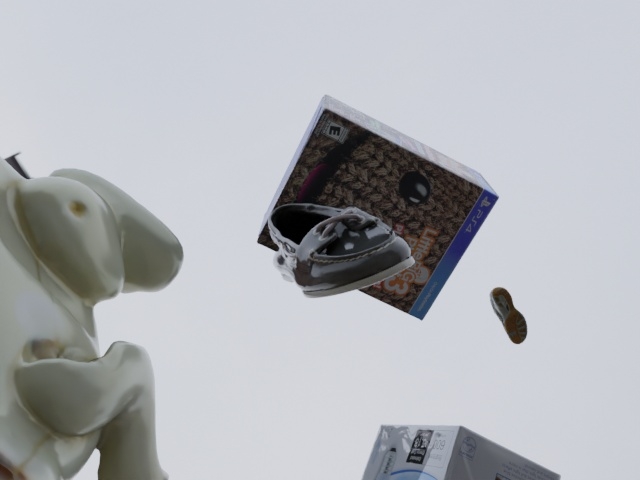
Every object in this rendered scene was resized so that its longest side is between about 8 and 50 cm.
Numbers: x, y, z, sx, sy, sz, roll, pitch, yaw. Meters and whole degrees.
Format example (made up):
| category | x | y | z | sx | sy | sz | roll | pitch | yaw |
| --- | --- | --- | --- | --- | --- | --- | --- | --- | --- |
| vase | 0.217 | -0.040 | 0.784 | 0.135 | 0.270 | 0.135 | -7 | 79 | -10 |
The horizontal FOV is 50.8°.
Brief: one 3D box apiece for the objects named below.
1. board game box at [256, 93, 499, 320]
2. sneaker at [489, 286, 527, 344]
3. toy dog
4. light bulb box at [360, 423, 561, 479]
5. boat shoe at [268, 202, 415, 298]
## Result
| category | x | y | z | sx | sy | sz | roll | pitch | yaw |
| --- | --- | --- | --- | --- | --- | --- | --- | --- | --- |
| board game box | 0.082 | -0.053 | 1.057 | 0.291 | 0.141 | 0.232 | 25 | -71 | -8 |
| sneaker | 0.260 | 0.103 | 0.936 | 0.031 | 0.037 | 0.083 | -20 | -96 | -5 |
| toy dog | -0.268 | 0.105 | 0.479 | 0.284 | 0.408 | 0.395 | -20 | -48 | 3 |
| light bulb box | 0.209 | 0.553 | 1.247 | 0.225 | 0.358 | 0.361 | 28 | -112 | -10 |
| boat shoe | 0.000 | 0.000 | 0.804 | 0.112 | 0.335 | 0.096 | -25 | -82 | -16 |
